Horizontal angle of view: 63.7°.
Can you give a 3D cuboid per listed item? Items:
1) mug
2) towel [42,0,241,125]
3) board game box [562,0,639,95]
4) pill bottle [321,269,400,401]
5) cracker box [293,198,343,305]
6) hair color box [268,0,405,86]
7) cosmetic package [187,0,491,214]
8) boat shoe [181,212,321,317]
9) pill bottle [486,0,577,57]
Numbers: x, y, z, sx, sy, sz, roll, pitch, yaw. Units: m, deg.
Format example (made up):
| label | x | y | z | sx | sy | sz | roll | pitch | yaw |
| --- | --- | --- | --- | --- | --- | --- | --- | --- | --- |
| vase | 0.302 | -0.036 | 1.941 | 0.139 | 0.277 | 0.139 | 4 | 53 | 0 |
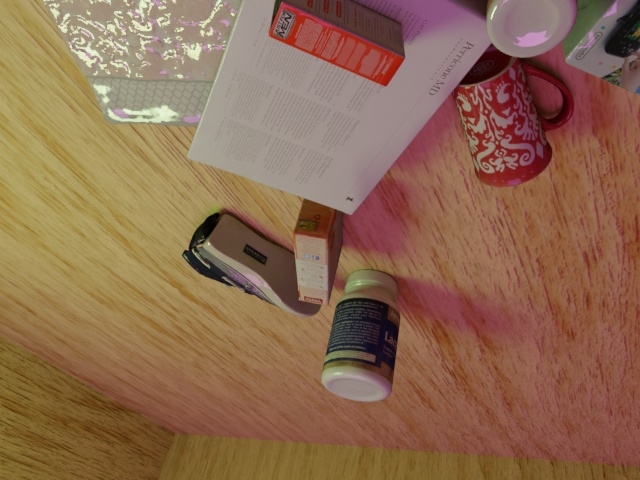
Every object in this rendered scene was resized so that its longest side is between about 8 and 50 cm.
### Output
| label | x | y | z | sx | sy | sz | roll | pitch | yaw |
| --- | --- | --- | --- | --- | --- | --- | --- | --- | --- |
| mug | 0.260 | -0.186 | 0.724 | 0.113 | 0.150 | 0.169 | 30 | 161 | 51 |
| towel | -0.236 | -0.297 | 0.768 | 0.331 | 0.054 | 0.317 | 6 | 143 | 10 |
| board game box | 0.462 | -0.247 | 0.553 | 0.303 | 0.098 | 0.224 | 19 | 145 | -8 |
| pill bottle | 0.098 | 0.208 | 1.152 | 0.153 | 0.265 | 0.153 | 9 | 146 | 6 |
| cracker box | 0.000 | 0.000 | 0.997 | 0.067 | 0.156 | 0.232 | 9 | 144 | 8 |
| hair color box | 0.019 | -0.227 | 0.555 | 0.141 | 0.072 | 0.043 | 18 | 139 | -17 |
| cosmetic package | 0.007 | -0.215 | 0.705 | 0.284 | 0.098 | 0.377 | 20 | 140 | -17 |
| boat shoe | -0.159 | 0.072 | 1.199 | 0.340 | 0.127 | 0.158 | 41 | 144 | -21 |
| pill bottle | 0.222 | -0.274 | 0.550 | 0.085 | 0.152 | 0.086 | 10 | 144 | 7 |
